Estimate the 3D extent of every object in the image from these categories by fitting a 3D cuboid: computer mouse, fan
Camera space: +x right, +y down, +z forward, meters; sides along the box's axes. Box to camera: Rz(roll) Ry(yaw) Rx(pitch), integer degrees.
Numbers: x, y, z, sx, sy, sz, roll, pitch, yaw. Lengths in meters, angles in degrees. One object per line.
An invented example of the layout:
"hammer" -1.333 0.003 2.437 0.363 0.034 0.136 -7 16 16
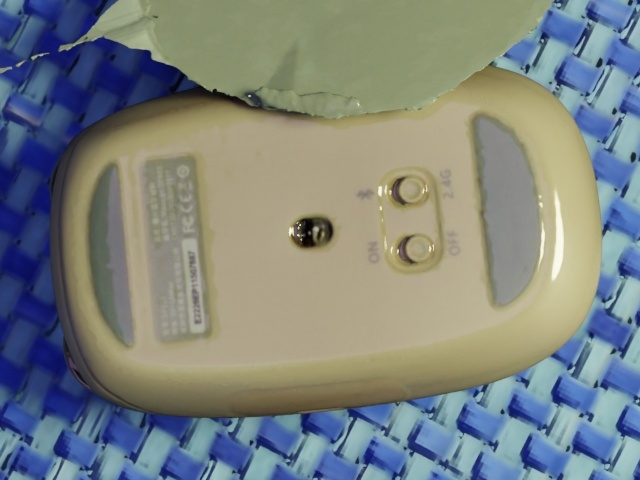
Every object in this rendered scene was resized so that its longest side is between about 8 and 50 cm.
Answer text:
"computer mouse" 0.000 0.000 0.789 0.236 0.082 0.145 -9 84 9
"fan" -0.056 -0.097 0.789 0.310 0.010 0.182 -18 53 -3
